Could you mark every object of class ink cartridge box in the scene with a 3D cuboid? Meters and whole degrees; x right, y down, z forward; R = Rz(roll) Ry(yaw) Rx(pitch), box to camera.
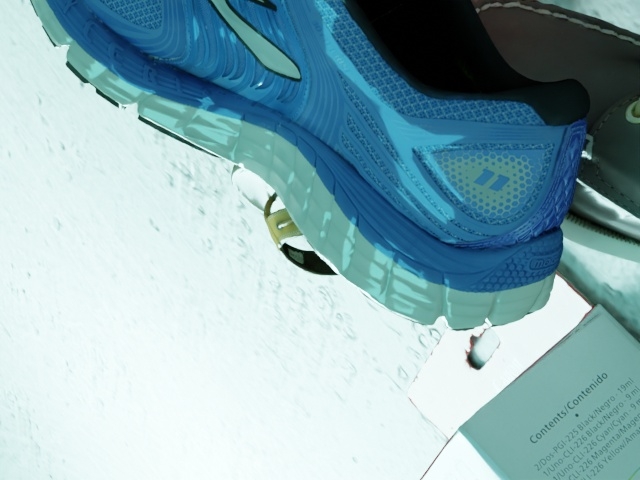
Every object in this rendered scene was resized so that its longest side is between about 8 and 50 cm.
[{"bbox_3d":[0.138,0.180,1.199,0.272,0.130,0.309,46,155,12],"label":"ink cartridge box"}]

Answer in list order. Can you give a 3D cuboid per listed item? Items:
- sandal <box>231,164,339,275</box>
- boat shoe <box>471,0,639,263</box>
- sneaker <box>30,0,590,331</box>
[{"bbox_3d":[0.000,0.000,1.275,0.180,0.049,0.072,39,153,24],"label":"sandal"},{"bbox_3d":[0.188,-0.032,0.851,0.324,0.116,0.097,36,147,21],"label":"boat shoe"},{"bbox_3d":[-0.004,-0.105,0.868,0.330,0.130,0.147,36,122,24],"label":"sneaker"}]
